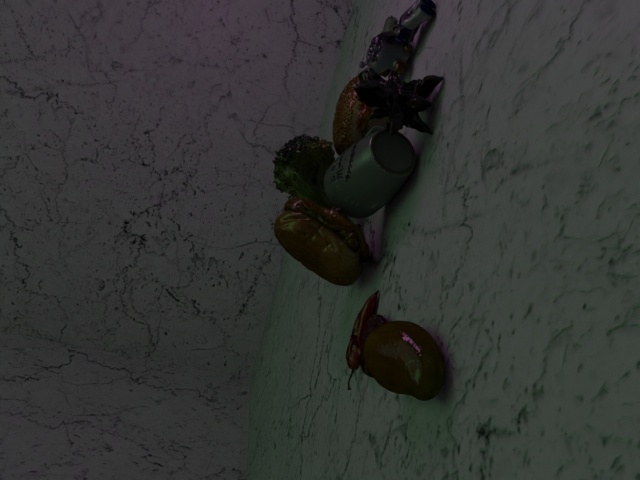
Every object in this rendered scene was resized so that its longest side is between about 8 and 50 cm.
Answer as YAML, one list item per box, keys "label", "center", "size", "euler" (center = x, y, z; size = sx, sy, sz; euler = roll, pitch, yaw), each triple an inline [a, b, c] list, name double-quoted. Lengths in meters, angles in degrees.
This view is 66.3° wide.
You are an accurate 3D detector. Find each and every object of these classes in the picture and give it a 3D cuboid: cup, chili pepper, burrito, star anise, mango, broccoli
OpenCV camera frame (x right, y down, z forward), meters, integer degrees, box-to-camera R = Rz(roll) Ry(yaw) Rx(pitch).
- label: "cup"
  center: [0.145, -0.218, 1.322]
  size: [0.234, 0.186, 0.257]
  euler: [140, 147, -60]
- label: "chili pepper"
  center: [0.102, 0.255, 1.274]
  size: [0.059, 0.051, 0.267]
  euler: [23, -99, -84]
- label: "burrito"
  center: [0.253, -0.790, 1.862]
  size: [0.074, 0.044, 0.118]
  euler: [-177, 103, -77]
- label: "star anise"
  center: [0.191, -0.362, 1.233]
  size: [0.282, 0.213, 0.129]
  euler: [-77, -6, -50]
- label: "mango"
  center: [0.156, 0.220, 0.906]
  size: [0.227, 0.099, 0.136]
  euler: [-166, 94, -72]
- label: "broccoli"
  center: [-0.016, -0.182, 1.648]
  size: [0.275, 0.353, 0.397]
  euler: [-40, 36, 10]

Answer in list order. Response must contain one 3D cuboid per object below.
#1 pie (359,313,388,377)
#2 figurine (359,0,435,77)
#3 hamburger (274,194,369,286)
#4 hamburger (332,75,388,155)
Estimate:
- label: "pie"
  center: [0.129, 0.250, 1.169]
  size: [0.154, 0.036, 0.154]
  euler: [-166, 90, -80]
- label: "figurine"
  center: [0.237, -0.602, 1.489]
  size: [0.274, 0.133, 0.193]
  euler: [167, 117, -67]
- label: "hamburger"
  center: [0.000, 0.000, 1.429]
  size: [0.158, 0.319, 0.318]
  euler: [-55, 4, -16]
- label: "hamburger"
  center: [0.131, -0.408, 1.633]
  size: [0.294, 0.179, 0.275]
  euler: [128, 153, -66]
